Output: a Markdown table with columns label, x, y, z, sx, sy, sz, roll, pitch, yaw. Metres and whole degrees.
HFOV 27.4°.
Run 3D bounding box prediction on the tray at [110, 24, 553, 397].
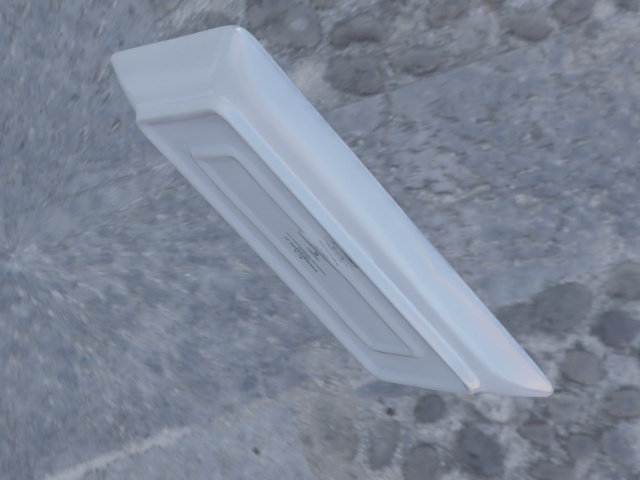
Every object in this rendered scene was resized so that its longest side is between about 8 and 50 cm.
| label | x | y | z | sx | sy | sz | roll | pitch | yaw |
| --- | --- | --- | --- | --- | --- | --- | --- | --- | --- |
| tray | 0.000 | 0.000 | 0.702 | 0.270 | 0.145 | 0.030 | 48 | 66 | -24 |
